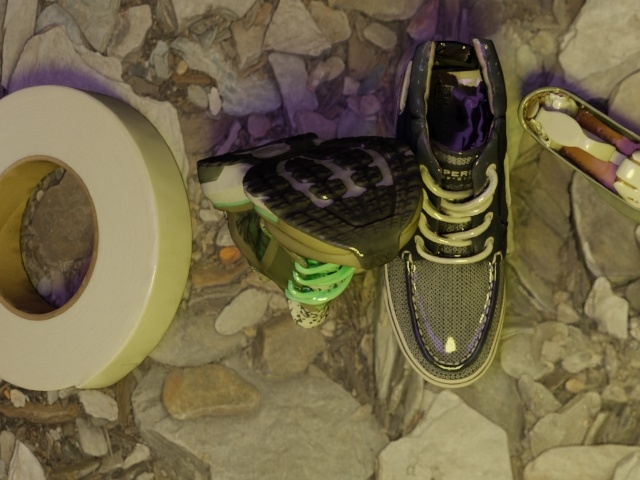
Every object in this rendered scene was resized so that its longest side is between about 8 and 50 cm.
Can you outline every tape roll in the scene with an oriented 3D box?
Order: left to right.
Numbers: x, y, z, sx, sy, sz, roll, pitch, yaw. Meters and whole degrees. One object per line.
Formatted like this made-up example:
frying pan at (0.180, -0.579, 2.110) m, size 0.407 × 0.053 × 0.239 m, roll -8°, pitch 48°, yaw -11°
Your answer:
tape roll at (-0.337, -0.002, 1.251) m, size 0.392 × 0.072 × 0.391 m, roll -1°, pitch 88°, yaw 30°

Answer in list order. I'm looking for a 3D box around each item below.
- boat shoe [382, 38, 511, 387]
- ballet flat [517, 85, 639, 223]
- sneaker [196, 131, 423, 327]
boat shoe at (0.117, -0.027, 0.921) m, size 0.127 × 0.158 × 0.340 m, roll -4°, pitch 87°, yaw 3°
ballet flat at (0.269, -0.072, 0.903) m, size 0.213 × 0.068 × 0.072 m, roll 39°, pitch 108°, yaw 24°
sneaker at (0.000, 0.000, 0.949) m, size 0.158 × 0.410 × 0.182 m, roll -18°, pitch 104°, yaw -13°
